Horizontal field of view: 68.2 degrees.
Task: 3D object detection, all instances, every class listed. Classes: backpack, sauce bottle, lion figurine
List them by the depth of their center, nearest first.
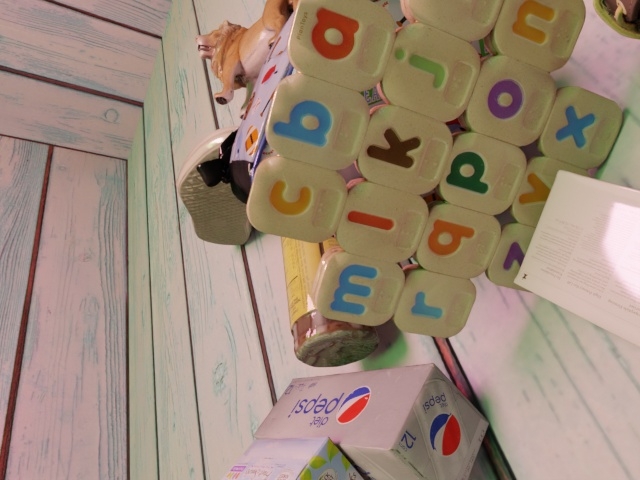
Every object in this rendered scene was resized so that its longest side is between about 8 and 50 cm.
[{"bbox_3d":[0.057,-0.133,0.468,0.213,0.276,0.263,2,76,62],"label":"backpack"},{"bbox_3d":[0.000,0.000,0.665,0.111,0.111,0.344,-50,36,41],"label":"sauce bottle"},{"bbox_3d":[-0.120,-0.408,0.976,0.392,0.142,0.240,-12,64,43],"label":"lion figurine"}]

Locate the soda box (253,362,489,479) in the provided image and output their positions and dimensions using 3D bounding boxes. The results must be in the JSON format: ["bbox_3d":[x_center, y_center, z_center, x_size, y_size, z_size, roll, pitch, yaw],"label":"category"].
[{"bbox_3d":[0.037,0.215,0.533,0.286,0.091,0.098,-29,17,53],"label":"soda box"}]

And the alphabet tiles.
[{"bbox_3d":[0.094,-0.061,0.365,0.021,0.278,0.284,-126,51,-67],"label":"alphabet tiles"}]

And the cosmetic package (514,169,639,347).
[{"bbox_3d":[0.246,0.033,0.291,0.239,0.060,0.099,38,113,56],"label":"cosmetic package"}]

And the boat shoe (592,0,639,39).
[{"bbox_3d":[0.239,-0.199,0.316,0.097,0.116,0.324,-37,48,56],"label":"boat shoe"}]

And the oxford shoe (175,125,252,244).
[{"bbox_3d":[-0.170,-0.107,0.874,0.449,0.169,0.130,132,146,-69],"label":"oxford shoe"}]

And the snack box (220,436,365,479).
[{"bbox_3d":[0.010,0.308,0.499,0.207,0.070,0.174,51,142,-3],"label":"snack box"}]
